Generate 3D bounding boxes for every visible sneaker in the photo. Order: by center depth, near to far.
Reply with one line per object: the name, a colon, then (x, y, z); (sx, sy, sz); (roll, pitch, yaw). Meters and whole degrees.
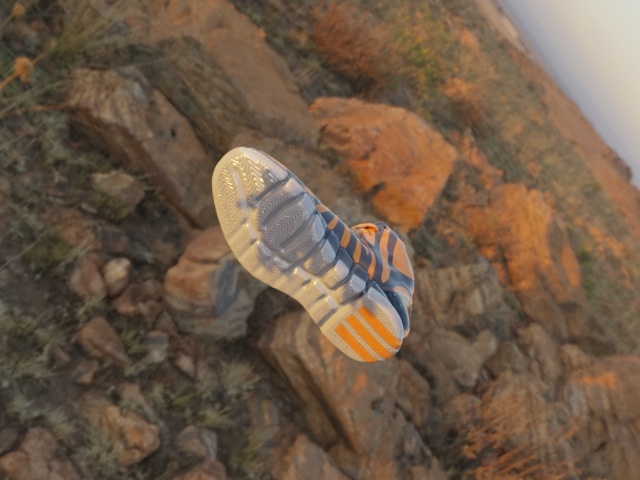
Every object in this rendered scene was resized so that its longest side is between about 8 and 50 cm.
sneaker: (0.000, 0.000, 1.016); (0.321, 0.124, 0.180); (51, 27, -8)
